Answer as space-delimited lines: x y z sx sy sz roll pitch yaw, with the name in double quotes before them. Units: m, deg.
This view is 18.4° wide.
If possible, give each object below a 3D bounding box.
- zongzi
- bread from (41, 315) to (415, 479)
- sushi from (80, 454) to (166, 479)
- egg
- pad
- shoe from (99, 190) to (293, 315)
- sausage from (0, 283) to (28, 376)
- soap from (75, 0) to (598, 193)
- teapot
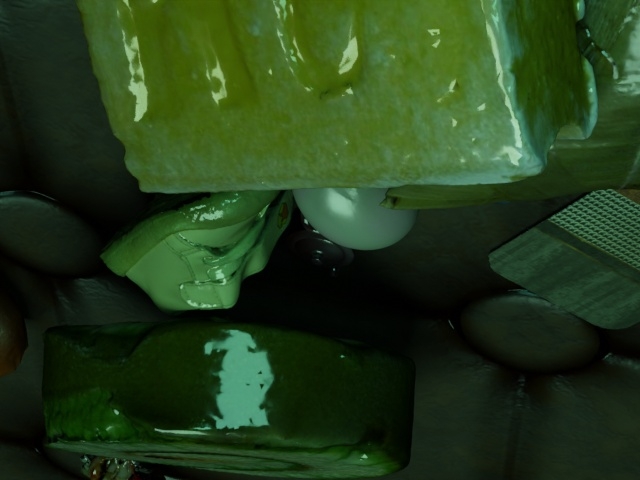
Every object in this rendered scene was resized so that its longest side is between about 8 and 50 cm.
"zongzi" 0.163 -0.130 1.419 0.300 0.145 0.274 -11 140 8
"bread" -0.090 0.156 1.944 0.366 0.129 0.382 4 169 0
"sushi" -0.233 0.278 2.328 0.097 0.103 0.226 -10 146 -9
"egg" 0.031 -0.047 1.690 0.103 0.103 0.135 -8 143 33
"pad" 0.335 0.068 1.778 0.323 0.055 0.250 43 142 -9
"shoe" -0.098 -0.016 1.781 0.128 0.140 0.262 40 148 -17
"sausage" -0.407 0.031 2.014 0.094 0.097 0.348 -9 140 23
"soap" -0.001 -0.185 1.340 0.335 0.156 0.294 1 110 28
"teapot" 0.000 0.000 1.833 0.067 0.045 0.100 0 146 22
